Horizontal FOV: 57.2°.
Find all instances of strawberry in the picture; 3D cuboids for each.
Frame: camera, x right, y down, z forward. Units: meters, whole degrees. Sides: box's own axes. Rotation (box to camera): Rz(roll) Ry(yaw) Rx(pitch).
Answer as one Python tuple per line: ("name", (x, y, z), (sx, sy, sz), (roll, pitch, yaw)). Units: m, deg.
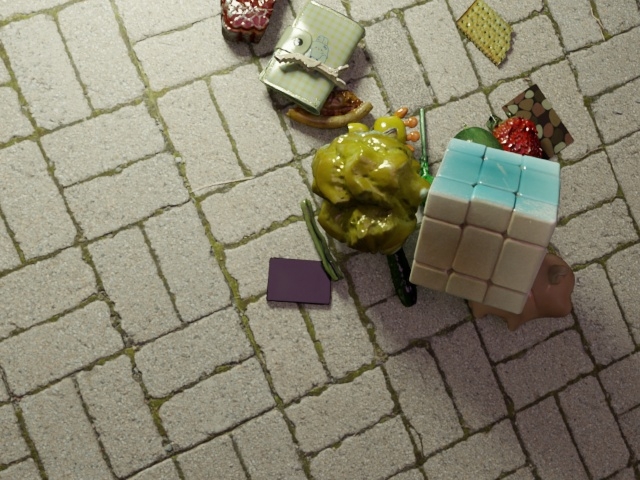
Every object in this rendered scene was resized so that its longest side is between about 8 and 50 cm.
("strawberry", (0.634, -0.288, 1.872), (0.188, 0.106, 0.286), (-29, 93, -7))

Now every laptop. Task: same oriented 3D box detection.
("laptop", (-0.063, 0.122, 1.772), (0.197, 0.016, 0.135), (6, 84, -11))

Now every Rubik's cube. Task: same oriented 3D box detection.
("Rubik's cube", (0.447, -0.046, 1.599), (0.315, 0.319, 0.322), (17, 39, 14))

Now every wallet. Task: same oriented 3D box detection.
("wallet", (-0.024, -0.554, 1.760), (0.223, 0.077, 0.310), (30, 77, -1))

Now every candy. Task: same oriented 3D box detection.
("candy", (0.324, -0.263, 1.841), (0.096, 0.097, 0.324), (0, 79, -10))

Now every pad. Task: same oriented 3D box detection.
("pad", (0.722, -0.387, 1.946), (0.158, 0.003, 0.235), (-35, 93, -10))

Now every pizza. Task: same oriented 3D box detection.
("pizza", (0.028, -0.407, 1.797), (0.270, 0.056, 0.135), (4, 87, -9))

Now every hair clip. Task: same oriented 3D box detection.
("hair clip", (-0.022, -0.511, 1.699), (0.225, 0.034, 0.072), (20, 76, -4))

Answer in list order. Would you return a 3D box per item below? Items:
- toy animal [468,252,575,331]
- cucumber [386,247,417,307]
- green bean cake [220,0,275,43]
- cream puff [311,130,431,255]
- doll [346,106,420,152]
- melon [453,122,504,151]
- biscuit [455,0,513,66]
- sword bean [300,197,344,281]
("toy animal", (0.615, 0.142, 1.802), (0.326, 0.237, 0.270), (15, 114, -13))
("cucumber", (0.247, 0.094, 1.805), (0.069, 0.069, 0.228), (-16, 86, -11))
("green bean cake", (-0.204, -0.712, 1.752), (0.198, 0.097, 0.233), (3, 86, -10))
("cream puff", (0.130, -0.111, 1.648), (0.378, 0.378, 0.276), (29, 60, -7))
("doll", (0.190, -0.325, 1.781), (0.220, 0.135, 0.143), (-7, 86, 2))
("melon", (0.484, -0.226, 1.804), (0.182, 0.182, 0.288), (-15, 92, -11))
("biscuit", (0.551, -0.689, 1.926), (0.203, 0.016, 0.144), (41, 81, -5))
("sword bean", (-0.001, -0.001, 1.771), (0.043, 0.038, 0.270), (-23, 87, -5))
